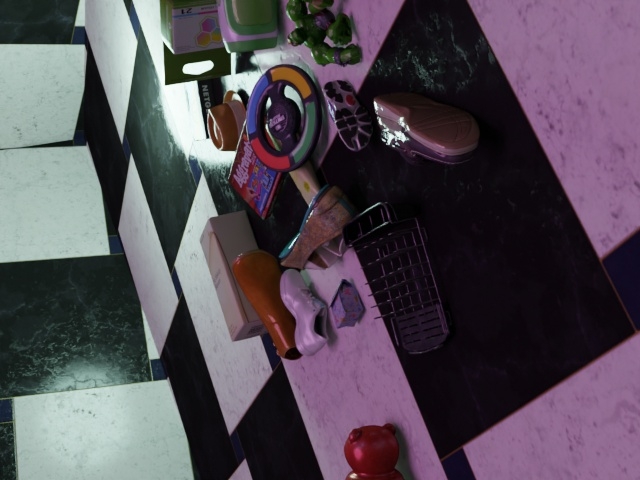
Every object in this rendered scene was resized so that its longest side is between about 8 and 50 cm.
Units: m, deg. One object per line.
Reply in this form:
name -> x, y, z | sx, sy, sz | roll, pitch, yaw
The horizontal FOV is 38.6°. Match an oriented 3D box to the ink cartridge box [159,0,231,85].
ink cartridge box -> -0.279, -0.480, 2.196 | 0.097, 0.189, 0.255 | 52, 147, 44

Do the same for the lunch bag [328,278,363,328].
lunch bag -> 0.049, 0.132, 1.914 | 0.071, 0.053, 0.083 | 114, 147, -53

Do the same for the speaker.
speaker -> -0.165, -0.559, 1.964 | 0.131, 0.131, 0.296 | -158, 58, -63

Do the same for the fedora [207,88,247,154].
fedora -> -0.238, -0.289, 2.336 | 0.194, 0.079, 0.194 | 168, 90, -67

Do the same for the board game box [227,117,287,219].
board game box -> -0.145, -0.178, 2.176 | 0.145, 0.027, 0.281 | 48, 148, 15

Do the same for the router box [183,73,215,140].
router box -> -0.334, -0.372, 2.561 | 0.133, 0.046, 0.178 | -174, 73, -66

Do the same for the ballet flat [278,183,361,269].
ballet flat -> 0.000, 0.000, 1.905 | 0.348, 0.123, 0.123 | 125, 129, -63

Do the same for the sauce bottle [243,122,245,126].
sauce bottle -> -0.151, -0.226, 2.208 | 0.042, 0.042, 0.128 | 12, 120, 65

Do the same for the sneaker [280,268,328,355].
sneaker -> -0.025, 0.151, 2.092 | 0.094, 0.080, 0.212 | -40, 60, 42

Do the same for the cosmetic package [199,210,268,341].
cosmetic package -> -0.218, 0.096, 2.444 | 0.309, 0.113, 0.160 | 68, 156, 19

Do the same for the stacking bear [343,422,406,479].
stacking bear -> 0.110, 0.517, 1.847 | 0.164, 0.176, 0.288 | 175, 91, -69

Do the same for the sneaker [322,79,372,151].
sneaker -> 0.054, -0.230, 1.728 | 0.071, 0.068, 0.169 | 83, 171, -54

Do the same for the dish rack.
dish rack -> 0.139, 0.074, 1.645 | 0.208, 0.074, 0.271 | 147, 109, -67

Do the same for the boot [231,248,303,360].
boot -> -0.107, 0.160, 2.152 | 0.295, 0.104, 0.211 | 62, -177, -62

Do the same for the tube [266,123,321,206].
tube -> -0.047, -0.164, 1.983 | 0.062, 0.070, 0.240 | -35, 67, 22

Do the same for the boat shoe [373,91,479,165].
boat shoe -> 0.165, -0.163, 1.437 | 0.285, 0.103, 0.092 | -136, 35, -59

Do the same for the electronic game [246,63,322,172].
electronic game -> -0.080, -0.258, 1.935 | 0.229, 0.048, 0.229 | 4, 95, 45

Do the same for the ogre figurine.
ogre figurine -> -0.003, -0.404, 1.711 | 0.197, 0.097, 0.118 | 43, 153, -11
